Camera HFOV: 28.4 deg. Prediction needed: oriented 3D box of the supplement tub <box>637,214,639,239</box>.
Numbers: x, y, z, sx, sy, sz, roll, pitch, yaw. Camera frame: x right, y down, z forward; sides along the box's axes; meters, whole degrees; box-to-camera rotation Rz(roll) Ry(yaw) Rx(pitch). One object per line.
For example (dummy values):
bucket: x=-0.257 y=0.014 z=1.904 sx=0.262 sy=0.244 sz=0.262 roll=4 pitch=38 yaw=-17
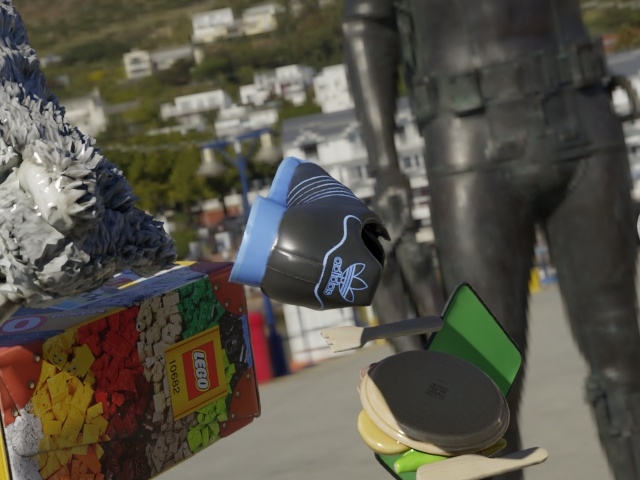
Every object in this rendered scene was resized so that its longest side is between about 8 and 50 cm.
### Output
supplement tub: x=0.486 y=0.097 z=1.365 sx=0.207 sy=0.338 sz=0.207 roll=-13 pitch=-16 yaw=-4

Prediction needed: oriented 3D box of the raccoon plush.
raccoon plush: x=-0.247 y=-0.154 z=0.953 sx=0.299 sy=0.447 sz=0.216 roll=5 pitch=2 yaw=27

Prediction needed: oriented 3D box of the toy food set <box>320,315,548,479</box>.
toy food set: x=0.087 y=0.137 z=1.026 sx=0.132 sy=0.039 sz=0.192 roll=-7 pitch=37 yaw=-24

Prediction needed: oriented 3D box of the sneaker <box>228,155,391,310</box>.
sneaker: x=0.000 y=0.000 z=0.851 sx=0.090 sy=0.081 sz=0.232 roll=19 pitch=14 yaw=1

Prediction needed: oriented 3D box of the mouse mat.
mouse mat: x=0.124 y=0.151 z=1.180 sx=0.007 sy=0.190 sz=0.152 roll=12 pitch=-27 yaw=42

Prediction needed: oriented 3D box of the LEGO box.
LEGO box: x=-0.381 y=0.153 z=1.414 sx=0.500 sy=0.193 sz=0.372 roll=0 pitch=13 yaw=34
